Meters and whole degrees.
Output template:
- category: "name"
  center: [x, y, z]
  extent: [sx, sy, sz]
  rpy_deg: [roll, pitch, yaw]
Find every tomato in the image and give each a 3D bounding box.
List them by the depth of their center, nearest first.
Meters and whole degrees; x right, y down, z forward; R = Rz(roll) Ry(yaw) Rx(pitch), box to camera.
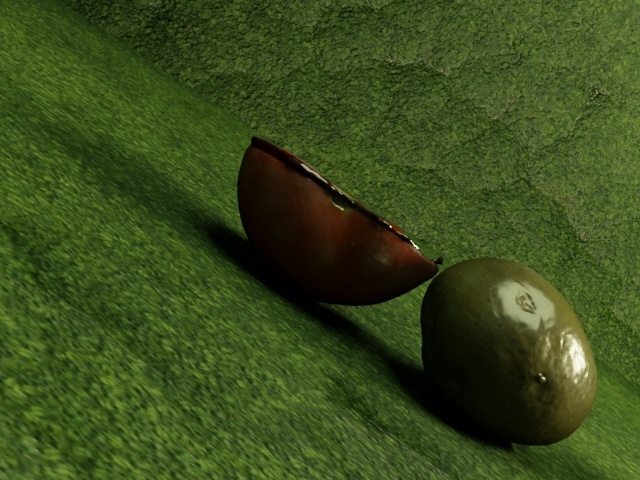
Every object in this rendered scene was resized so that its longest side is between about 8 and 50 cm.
- category: "tomato"
  center: [0.000, 0.000, 1.131]
  extent: [0.228, 0.112, 0.199]
  rpy_deg: [36, 0, 6]

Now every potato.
- category: "potato"
  center: [0.184, 0.112, 1.103]
  extent: [0.235, 0.160, 0.178]
  rpy_deg: [48, 32, -58]
